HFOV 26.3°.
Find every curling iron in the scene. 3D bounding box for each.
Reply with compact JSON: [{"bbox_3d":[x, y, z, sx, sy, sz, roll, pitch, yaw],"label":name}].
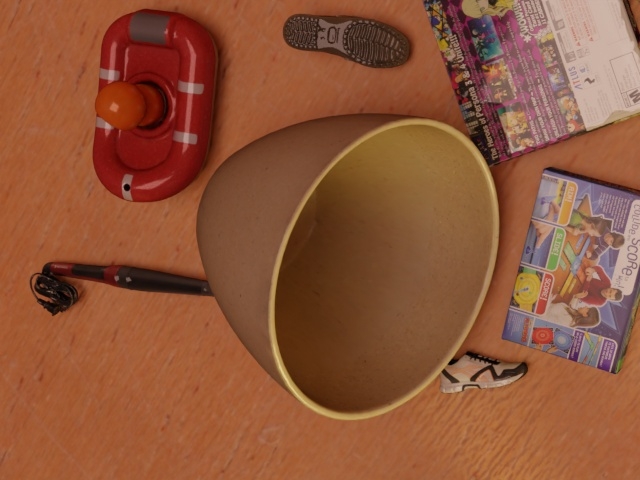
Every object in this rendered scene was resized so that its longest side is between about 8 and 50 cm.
[{"bbox_3d":[-0.250,0.059,1.743,0.274,0.035,0.068,-2,101,23],"label":"curling iron"}]

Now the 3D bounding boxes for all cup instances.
[{"bbox_3d":[0.000,0.000,1.508,0.237,0.331,0.331,24,108,45],"label":"cup"}]

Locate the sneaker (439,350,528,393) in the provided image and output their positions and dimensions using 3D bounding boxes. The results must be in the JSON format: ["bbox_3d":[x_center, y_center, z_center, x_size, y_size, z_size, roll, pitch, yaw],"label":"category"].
[{"bbox_3d":[0.184,0.148,1.573,0.109,0.040,0.043,-10,92,23],"label":"sneaker"}]

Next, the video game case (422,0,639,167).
[{"bbox_3d":[0.236,-0.219,1.496,0.210,0.042,0.232,-20,89,24],"label":"video game case"}]

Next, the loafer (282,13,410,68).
[{"bbox_3d":[0.032,-0.235,1.578,0.148,0.050,0.056,14,107,4],"label":"loafer"}]

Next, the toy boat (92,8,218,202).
[{"bbox_3d":[-0.215,-0.159,1.634,0.151,0.151,0.231,10,101,21],"label":"toy boat"}]

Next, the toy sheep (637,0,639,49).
[{"bbox_3d":[0.376,-0.226,1.414,0.132,0.091,0.091,28,108,0],"label":"toy sheep"}]

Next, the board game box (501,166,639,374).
[{"bbox_3d":[0.290,0.032,1.515,0.136,0.035,0.201,17,104,20],"label":"board game box"}]
